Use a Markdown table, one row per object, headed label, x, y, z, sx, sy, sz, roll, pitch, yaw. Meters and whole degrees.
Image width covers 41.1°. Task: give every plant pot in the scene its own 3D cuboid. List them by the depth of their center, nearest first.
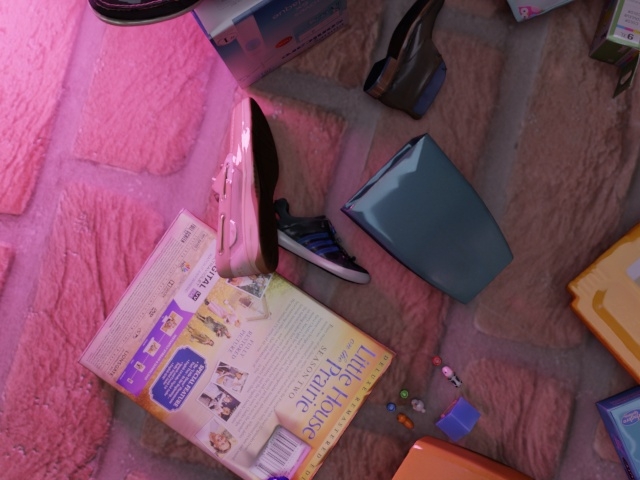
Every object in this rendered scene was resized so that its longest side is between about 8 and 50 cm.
| label | x | y | z | sx | sy | sz | roll | pitch | yaw |
| --- | --- | --- | --- | --- | --- | --- | --- | --- | --- |
| plant pot | 0.194 | 0.411 | 1.297 | 0.187 | 0.212 | 0.212 | 33 | 90 | 16 |
| plant pot | 0.175 | -0.023 | 1.332 | 0.234 | 0.165 | 0.166 | 45 | 90 | -4 |

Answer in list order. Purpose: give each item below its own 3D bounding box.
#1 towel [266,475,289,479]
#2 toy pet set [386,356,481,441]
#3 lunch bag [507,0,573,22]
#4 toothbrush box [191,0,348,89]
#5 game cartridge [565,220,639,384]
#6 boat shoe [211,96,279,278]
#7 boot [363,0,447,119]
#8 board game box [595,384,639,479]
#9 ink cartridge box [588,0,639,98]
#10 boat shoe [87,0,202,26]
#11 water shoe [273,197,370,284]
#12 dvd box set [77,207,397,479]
| label | x | y | z | sx | sy | sz | roll | pitch | yaw |
| --- | --- | --- | --- | --- | --- | --- | --- | --- | --- |
| towel | -0.077 | 0.541 | 1.326 | 0.228 | 0.076 | 0.308 | -28 | 93 | 14 |
| toy pet set | 0.187 | 0.267 | 1.363 | 0.114 | 0.065 | 0.122 | 43 | 91 | 4 |
| lunch bag | 0.359 | -0.492 | 1.310 | 0.223 | 0.160 | 0.262 | -21 | 84 | 27 |
| toothbrush box | -0.082 | -0.364 | 1.285 | 0.216 | 0.295 | 0.126 | -32 | 86 | 0 |
| game cartridge | 0.578 | 0.081 | 1.291 | 0.324 | 0.052 | 0.285 | -41 | 80 | -1 |
| boat shoe | -0.128 | -0.086 | 1.352 | 0.098 | 0.109 | 0.302 | -11 | 69 | 18 |
| boot | 0.166 | -0.305 | 1.394 | 0.106 | 0.082 | 0.219 | 34 | 85 | -18 |
| board game box | 0.621 | 0.365 | 1.331 | 0.254 | 0.079 | 0.336 | -23 | 87 | 2 |
| ink cartridge box | 0.479 | -0.341 | 1.349 | 0.062 | 0.109 | 0.209 | 17 | 89 | 3 |
| boat shoe | -0.150 | -0.375 | 1.084 | 0.340 | 0.113 | 0.127 | -16 | 86 | 3 |
| water shoe | 0.000 | 0.000 | 1.379 | 0.203 | 0.073 | 0.080 | 28 | 87 | 3 |
| dvd box set | -0.134 | 0.188 | 1.384 | 0.420 | 0.062 | 0.307 | 33 | 90 | 4 |
